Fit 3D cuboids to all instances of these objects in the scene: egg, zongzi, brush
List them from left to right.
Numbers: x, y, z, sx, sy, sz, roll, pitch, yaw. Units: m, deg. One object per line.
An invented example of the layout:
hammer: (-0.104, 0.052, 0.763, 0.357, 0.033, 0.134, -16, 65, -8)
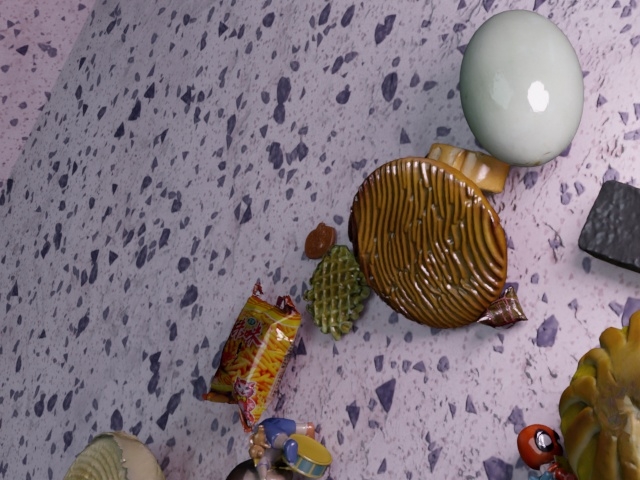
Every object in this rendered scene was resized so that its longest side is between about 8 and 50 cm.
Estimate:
zongzi: (0.298, 0.126, 1.750, 0.083, 0.073, 0.067, -24, 70, 1)
egg: (0.333, -0.253, 1.735, 0.203, 0.203, 0.282, -29, 58, 41)
brush: (0.485, -0.014, 1.562, 0.197, 0.059, 0.123, 24, 93, 52)

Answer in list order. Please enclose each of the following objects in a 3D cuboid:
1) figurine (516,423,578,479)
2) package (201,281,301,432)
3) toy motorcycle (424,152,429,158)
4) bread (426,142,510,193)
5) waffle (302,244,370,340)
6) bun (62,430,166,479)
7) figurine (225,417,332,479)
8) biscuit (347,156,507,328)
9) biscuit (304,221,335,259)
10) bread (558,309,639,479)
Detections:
figurine: (0.345, 0.337, 1.588, 0.075, 0.068, 0.140, -58, 33, 21)
package: (-0.136, 0.241, 2.194, 0.223, 0.108, 0.288, 21, 84, 58)
toy motorcycle: (0.167, -0.069, 1.968, 0.225, 0.073, 0.152, -38, 41, 25)
bread: (0.254, -0.124, 1.846, 0.149, 0.122, 0.073, 19, 94, 54)
waffle: (0.032, 0.103, 2.096, 0.169, 0.036, 0.183, -59, 37, 19)
bun: (-0.456, 0.617, 2.349, 0.364, 0.202, 0.364, -34, 44, 40)
figurine: (-0.101, 0.476, 2.017, 0.158, 0.161, 0.275, 34, 108, 14)
biscuit: (0.180, 0.009, 1.804, 0.318, 0.040, 0.318, 19, 123, 32)
biscuit: (0.000, 0.000, 2.194, 0.091, 0.015, 0.078, -13, 64, 48)
bread: (0.464, 0.228, 1.406, 0.333, 0.160, 0.333, -25, 55, 42)
